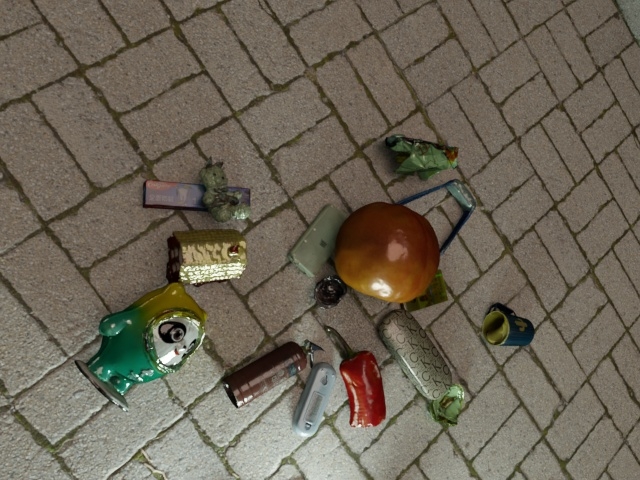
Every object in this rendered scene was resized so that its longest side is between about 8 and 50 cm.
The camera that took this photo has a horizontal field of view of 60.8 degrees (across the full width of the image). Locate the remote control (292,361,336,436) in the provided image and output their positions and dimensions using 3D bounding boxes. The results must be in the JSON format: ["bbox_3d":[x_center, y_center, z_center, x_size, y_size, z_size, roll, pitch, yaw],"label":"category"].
[{"bbox_3d":[-0.017,0.512,1.762,0.087,0.047,0.244,27,72,-16],"label":"remote control"}]

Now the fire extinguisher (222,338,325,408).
[{"bbox_3d":[-0.129,0.404,1.705,0.344,0.102,0.138,-26,127,-25],"label":"fire extinguisher"}]

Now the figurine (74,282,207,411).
[{"bbox_3d":[-0.472,0.273,1.496,0.340,0.231,0.323,-44,140,-20],"label":"figurine"}]

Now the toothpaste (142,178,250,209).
[{"bbox_3d":[-0.376,-0.131,1.670,0.321,0.066,0.076,3,82,-23],"label":"toothpaste"}]

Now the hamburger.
[{"bbox_3d":[0.350,-0.289,1.950,0.276,0.260,0.150,15,103,11],"label":"hamburger"}]

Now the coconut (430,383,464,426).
[{"bbox_3d":[0.453,0.597,1.957,0.158,0.055,0.133,-21,94,-23],"label":"coconut"}]

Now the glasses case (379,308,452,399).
[{"bbox_3d":[0.337,0.398,1.913,0.137,0.085,0.354,-40,101,-22],"label":"glasses case"}]

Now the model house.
[{"bbox_3d":[-0.329,0.044,1.568,0.196,0.254,0.159,-3,81,-25],"label":"model house"}]

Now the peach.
[{"bbox_3d":[0.217,0.027,1.769,0.343,0.343,0.301,17,99,-21],"label":"peach"}]

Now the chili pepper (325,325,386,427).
[{"bbox_3d":[0.132,0.434,1.794,0.135,0.131,0.338,-9,85,-34],"label":"chili pepper"}]

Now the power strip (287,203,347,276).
[{"bbox_3d":[0.000,0.000,1.832,0.118,0.046,0.270,44,67,-17],"label":"power strip"}]

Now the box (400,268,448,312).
[{"bbox_3d":[0.369,0.184,1.986,0.193,0.030,0.121,-13,89,-26],"label":"box"}]

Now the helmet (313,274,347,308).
[{"bbox_3d":[0.026,0.171,1.810,0.123,0.070,0.098,-39,94,-16],"label":"helmet"}]

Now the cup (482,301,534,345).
[{"bbox_3d":[0.717,0.324,2.084,0.155,0.131,0.176,13,53,-27],"label":"cup"}]

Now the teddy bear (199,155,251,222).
[{"bbox_3d":[-0.300,-0.133,1.624,0.133,0.111,0.213,-5,62,-45],"label":"teddy bear"}]

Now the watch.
[{"bbox_3d":[0.433,-0.130,2.041,0.276,0.068,0.274,44,73,-14],"label":"watch"}]
